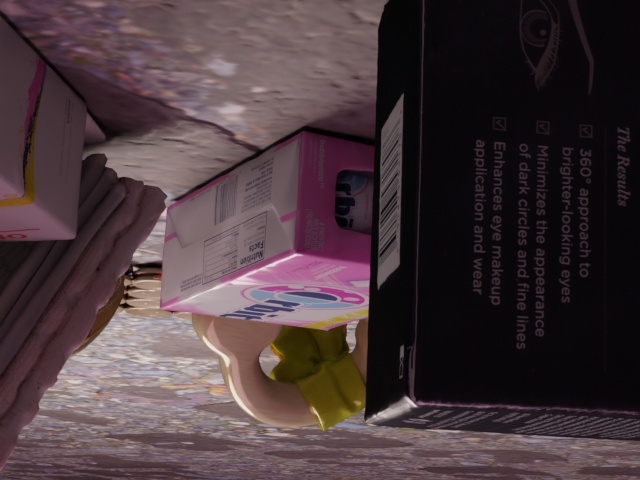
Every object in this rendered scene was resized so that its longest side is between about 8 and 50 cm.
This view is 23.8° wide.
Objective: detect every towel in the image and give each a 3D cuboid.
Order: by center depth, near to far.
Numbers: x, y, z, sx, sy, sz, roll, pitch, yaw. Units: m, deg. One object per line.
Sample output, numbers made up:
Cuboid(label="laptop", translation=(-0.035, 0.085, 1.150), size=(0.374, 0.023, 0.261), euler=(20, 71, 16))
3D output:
Cuboid(label="towel", translation=(-0.259, 0.100, 0.756), size=(0.317, 0.332, 0.053), euler=(-10, 131, 44))

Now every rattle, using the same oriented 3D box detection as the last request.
Cuboid(label="rattle", translation=(-0.041, 0.026, 0.996), size=(0.200, 0.143, 0.130), euler=(31, 120, -33))

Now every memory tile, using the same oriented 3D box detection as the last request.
Cuboid(label="memory tile", translation=(-0.121, 0.038, 1.095), size=(0.113, 0.012, 0.148), euler=(5, 167, -9))

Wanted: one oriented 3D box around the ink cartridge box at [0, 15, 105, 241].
Cuboid(label="ink cartridge box", translation=(-0.171, -0.043, 0.640), size=(0.115, 0.067, 0.198), euler=(0, 167, 10))

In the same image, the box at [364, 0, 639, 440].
Cuboid(label="box", translation=(0.100, -0.011, 0.529), size=(0.158, 0.156, 0.093), euler=(4, 167, -7))

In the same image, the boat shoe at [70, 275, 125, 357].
Cuboid(label="boat shoe", translation=(-0.171, 0.038, 0.918), size=(0.072, 0.068, 0.190), euler=(-47, 173, 31))

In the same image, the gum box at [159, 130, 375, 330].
Cuboid(label="gum box", translation=(0.000, 0.000, 0.798), size=(0.107, 0.062, 0.188), euler=(9, 166, -25))
